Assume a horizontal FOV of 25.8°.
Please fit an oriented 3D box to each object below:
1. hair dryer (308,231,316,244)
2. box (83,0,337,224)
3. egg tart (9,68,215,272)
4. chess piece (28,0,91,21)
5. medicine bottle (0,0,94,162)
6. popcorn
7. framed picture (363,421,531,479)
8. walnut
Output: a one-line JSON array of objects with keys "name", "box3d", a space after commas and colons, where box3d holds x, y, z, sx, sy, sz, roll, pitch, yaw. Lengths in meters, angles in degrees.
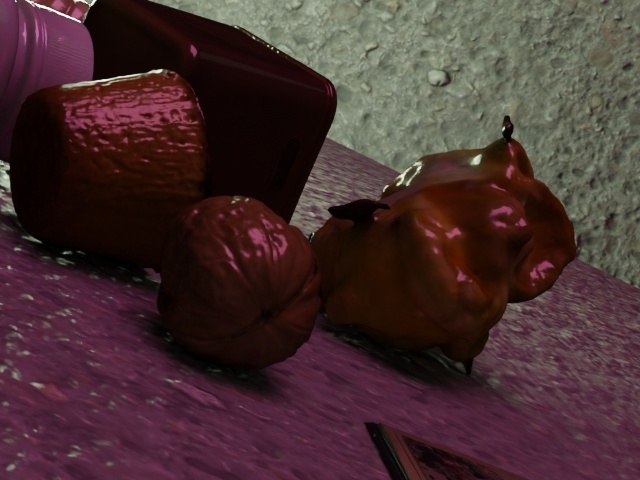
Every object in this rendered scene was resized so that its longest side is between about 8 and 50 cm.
[{"name": "hair dryer", "box3d": [0.000, 0.000, 2.019, 0.047, 0.026, 0.083, 23, 7, -15]}, {"name": "box", "box3d": [-0.184, -0.175, 1.882, 0.229, 0.239, 0.339, 14, 15, -37]}, {"name": "egg tart", "box3d": [-0.214, -0.071, 1.421, 0.171, 0.215, 0.215, -1, 23, -34]}, {"name": "chess piece", "box3d": [-0.519, -0.368, 1.915, 0.397, 0.117, 0.117, 28, 9, -13]}, {"name": "medicine bottle", "box3d": [-0.451, -0.213, 1.493, 0.379, 0.213, 0.213, 18, 12, -37]}, {"name": "popcorn", "box3d": [0.146, 0.026, 1.642, 0.316, 0.280, 0.297, -15, 19, 0]}, {"name": "framed picture", "box3d": [0.144, 0.224, 1.234, 0.199, 0.010, 0.195, 22, 10, -15]}, {"name": "walnut", "box3d": [-0.080, 0.036, 1.289, 0.155, 0.155, 0.184, 20, 12, -25]}]
